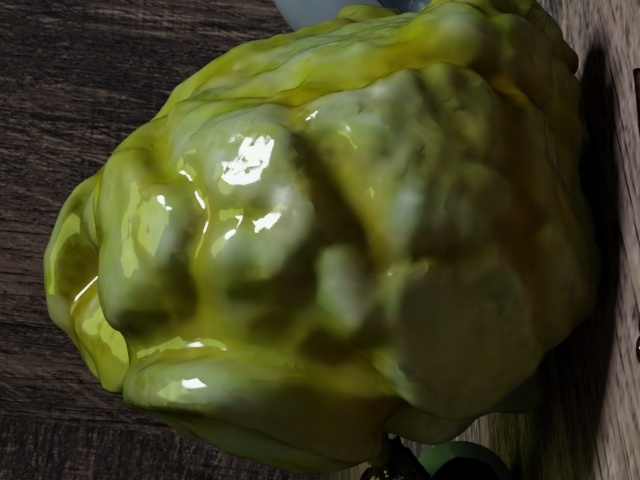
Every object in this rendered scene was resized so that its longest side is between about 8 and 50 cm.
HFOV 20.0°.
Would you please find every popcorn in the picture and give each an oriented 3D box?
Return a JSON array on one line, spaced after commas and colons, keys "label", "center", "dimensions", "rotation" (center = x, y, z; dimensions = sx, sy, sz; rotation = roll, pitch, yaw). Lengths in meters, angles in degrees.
[{"label": "popcorn", "center": [0.003, -0.013, 1.015], "dimensions": [0.334, 0.292, 0.293], "rotation": [134, 151, -74]}]

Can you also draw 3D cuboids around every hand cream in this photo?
[{"label": "hand cream", "center": [0.091, 0.245, 1.237], "dimensions": [0.320, 0.067, 0.109], "rotation": [88, -176, -51]}]

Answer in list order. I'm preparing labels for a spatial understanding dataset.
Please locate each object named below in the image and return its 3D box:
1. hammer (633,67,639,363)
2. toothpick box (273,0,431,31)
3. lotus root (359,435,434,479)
[{"label": "hammer", "center": [0.149, -0.024, 0.792], "dimensions": [0.178, 0.021, 0.065], "rotation": [-82, 1, -46]}, {"label": "toothpick box", "center": [0.059, -0.249, 1.509], "dimensions": [0.316, 0.229, 0.229], "rotation": [-95, 11, -69]}, {"label": "lotus root", "center": [0.038, 0.283, 1.113], "dimensions": [0.167, 0.078, 0.329], "rotation": [-148, 51, -61]}]
